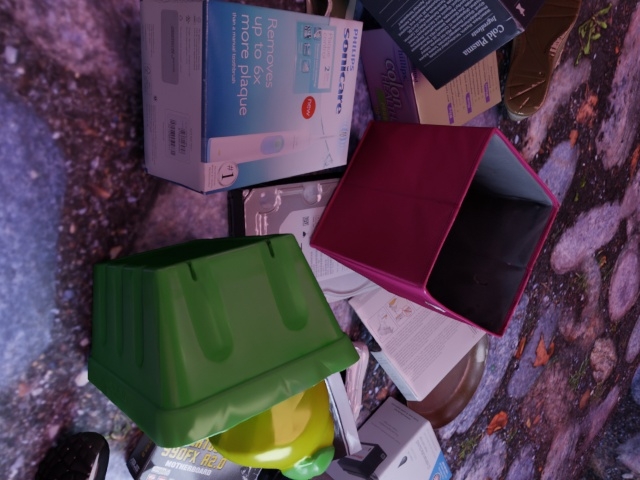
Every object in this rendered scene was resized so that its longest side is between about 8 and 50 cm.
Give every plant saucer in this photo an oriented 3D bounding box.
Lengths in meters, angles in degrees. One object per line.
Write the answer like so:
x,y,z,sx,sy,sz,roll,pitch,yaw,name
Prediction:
0.306,0.314,1.268,0.310,0.050,0.311,-12,111,-35,plant saucer

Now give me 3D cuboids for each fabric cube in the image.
0.189,-0.025,0.859,0.254,0.258,0.259,30,83,-41,fabric cube

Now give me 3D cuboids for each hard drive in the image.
0.000,0.000,0.924,0.338,0.064,0.237,-11,109,-35,hard drive

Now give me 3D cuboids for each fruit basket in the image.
-0.124,0.182,0.678,0.282,0.392,0.392,-16,112,-35,fruit basket

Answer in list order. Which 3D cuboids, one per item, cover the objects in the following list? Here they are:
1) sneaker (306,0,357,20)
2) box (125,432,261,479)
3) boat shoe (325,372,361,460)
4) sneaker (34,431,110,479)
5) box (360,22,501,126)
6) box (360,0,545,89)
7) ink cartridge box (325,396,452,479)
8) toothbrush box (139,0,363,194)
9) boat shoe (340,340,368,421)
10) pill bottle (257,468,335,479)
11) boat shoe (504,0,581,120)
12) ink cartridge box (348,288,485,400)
0.015,-0.414,0.813,0.086,0.064,0.192,0,103,-39,sneaker
-0.182,0.338,0.880,0.231,0.056,0.183,37,80,-39,box
-0.014,0.282,0.966,0.104,0.113,0.306,-20,110,-11,boat shoe
-0.353,0.408,0.753,0.124,0.107,0.283,17,96,-55,sneaker
0.212,-0.323,0.963,0.243,0.117,0.214,-33,121,-28,box
0.206,-0.471,0.774,0.312,0.179,0.343,45,62,-11,box
0.130,0.548,1.141,0.307,0.129,0.223,-40,124,-23,ink cartridge box
-0.083,-0.201,0.700,0.295,0.126,0.216,-21,124,-50,toothbrush box
0.051,0.297,1.053,0.063,0.066,0.184,9,100,-26,boat shoe
-0.022,0.484,0.943,0.122,0.219,0.123,-12,109,-36,pill bottle
0.492,-0.446,1.168,0.110,0.121,0.341,-3,112,-77,boat shoe
0.226,0.154,1.132,0.296,0.066,0.261,-37,91,-24,ink cartridge box
